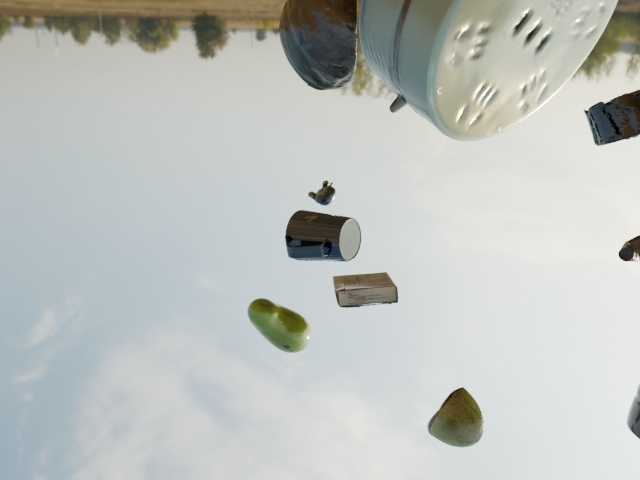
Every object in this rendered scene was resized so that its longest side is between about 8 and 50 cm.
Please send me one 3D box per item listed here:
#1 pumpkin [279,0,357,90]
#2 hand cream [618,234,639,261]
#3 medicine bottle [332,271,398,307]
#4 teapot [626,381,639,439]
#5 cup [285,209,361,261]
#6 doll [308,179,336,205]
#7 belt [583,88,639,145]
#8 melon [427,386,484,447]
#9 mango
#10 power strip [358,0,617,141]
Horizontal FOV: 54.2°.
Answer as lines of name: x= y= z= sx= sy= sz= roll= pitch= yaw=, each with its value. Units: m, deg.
pumpkin: x=-0.004 y=-0.492 z=1.358 sx=0.169 sy=0.313 sz=0.148 roll=1 pitch=-171 yaw=-5
hand cream: x=0.774 y=0.023 z=1.533 sx=0.163 sy=0.039 sz=0.062 roll=-11 pitch=-119 yaw=-45
medicine bottle: x=0.121 y=0.137 z=1.756 sx=0.171 sy=0.052 sz=0.201 roll=-4 pitch=-171 yaw=0
teapot: x=0.708 y=0.239 z=1.059 sx=0.233 sy=0.313 sz=0.315 roll=13 pitch=-170 yaw=-5
cup: x=0.000 y=0.000 z=1.546 sx=0.155 sy=0.131 sz=0.176 roll=4 pitch=-154 yaw=32
doll: x=0.013 y=-0.128 z=1.712 sx=0.076 sy=0.050 sz=0.083 roll=-41 pitch=-160 yaw=-1
belt: x=0.385 y=-0.153 z=0.761 sx=0.140 sy=0.058 sz=0.105 roll=-21 pitch=-176 yaw=-35
melon: x=0.347 y=0.466 z=1.586 sx=0.128 sy=0.160 sz=0.079 roll=32 pitch=-163 yaw=24
mango: x=-0.145 y=0.289 z=2.158 sx=0.175 sy=0.143 sz=0.293 roll=14 pitch=159 yaw=46
power strip: x=0.223 y=-0.302 z=0.837 sx=0.357 sy=0.358 sz=0.161 roll=-12 pitch=-132 yaw=-35
